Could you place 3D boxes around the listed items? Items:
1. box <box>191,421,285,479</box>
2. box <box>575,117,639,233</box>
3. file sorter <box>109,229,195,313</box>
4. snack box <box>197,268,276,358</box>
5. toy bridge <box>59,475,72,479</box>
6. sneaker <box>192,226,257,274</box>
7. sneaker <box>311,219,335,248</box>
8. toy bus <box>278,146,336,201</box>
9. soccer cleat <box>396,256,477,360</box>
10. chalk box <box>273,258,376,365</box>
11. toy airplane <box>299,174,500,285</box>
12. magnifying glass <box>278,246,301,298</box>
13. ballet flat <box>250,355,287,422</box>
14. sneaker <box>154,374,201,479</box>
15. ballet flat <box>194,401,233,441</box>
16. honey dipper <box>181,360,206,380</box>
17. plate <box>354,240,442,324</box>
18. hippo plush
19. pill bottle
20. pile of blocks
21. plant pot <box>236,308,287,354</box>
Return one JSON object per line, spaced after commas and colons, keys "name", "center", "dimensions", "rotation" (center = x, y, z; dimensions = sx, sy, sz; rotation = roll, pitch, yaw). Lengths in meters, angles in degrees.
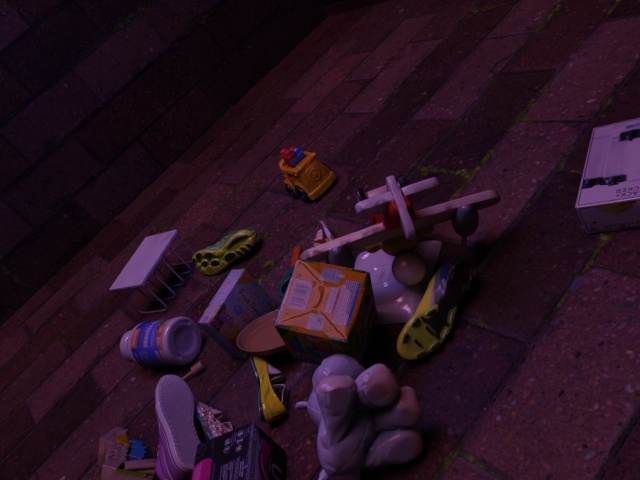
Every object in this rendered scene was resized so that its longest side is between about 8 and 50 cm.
{"name": "box", "center": [-0.175, 0.549, 1.278], "dimensions": [0.163, 0.142, 0.247], "rotation": [-27, 33, 17]}
{"name": "box", "center": [0.696, -0.154, 1.358], "dimensions": [0.169, 0.087, 0.290], "rotation": [-7, 42, 42]}
{"name": "file sorter", "center": [-0.630, 0.127, 2.315], "dimensions": [0.193, 0.173, 0.277], "rotation": [-11, 39, 37]}
{"name": "snack box", "center": [-0.243, 0.216, 1.774], "dimensions": [0.070, 0.174, 0.207], "rotation": [-7, 42, 40]}
{"name": "toy bridge", "center": [-0.688, 0.729, 1.659], "dimensions": [0.026, 0.063, 0.188], "rotation": [-42, 31, -8]}
{"name": "sneaker", "center": [-0.347, 0.039, 2.229], "dimensions": [0.295, 0.109, 0.123], "rotation": [-24, 11, 24]}
{"name": "sneaker", "center": [0.000, 0.000, 1.915], "dimensions": [0.084, 0.069, 0.185], "rotation": [-32, 29, -1]}
{"name": "toy bus", "center": [-0.082, -0.268, 2.234], "dimensions": [0.149, 0.211, 0.220], "rotation": [-48, 30, -13]}
{"name": "soccer cleat", "center": [0.270, 0.163, 1.410], "dimensions": [0.289, 0.093, 0.121], "rotation": [-54, 3, -17]}
{"name": "chalk box", "center": [0.026, 0.199, 1.439], "dimensions": [0.179, 0.289, 0.180], "rotation": [10, 63, 17]}
{"name": "toy airplane", "center": [0.196, -0.021, 1.454], "dimensions": [0.386, 0.272, 0.384], "rotation": [-15, 3, 45]}
{"name": "magnifying glass", "center": [-0.085, 0.102, 1.916], "dimensions": [0.092, 0.026, 0.231], "rotation": [-24, 34, 23]}
{"name": "ballet flat", "center": [-0.130, 0.375, 1.549], "dimensions": [0.077, 0.077, 0.231], "rotation": [-16, 31, -4]}
{"name": "sneaker", "center": [-0.393, 0.499, 1.547], "dimensions": [0.161, 0.102, 0.282], "rotation": [-54, 40, 32]}
{"name": "ballet flat", "center": [-0.274, 0.485, 1.553], "dimensions": [0.077, 0.091, 0.241], "rotation": [-17, 25, -27]}
{"name": "honey dipper", "center": [-0.419, 0.425, 1.826], "dimensions": [0.161, 0.030, 0.030], "rotation": [-38, 30, 6]}
{"name": "plate", "center": [0.169, 0.107, 1.612], "dimensions": [0.278, 0.045, 0.277], "rotation": [-11, 40, 38]}
{"name": "hippo plush", "center": [0.076, 0.367, 1.253], "dimensions": [0.236, 0.234, 0.294], "rotation": [-130, 49, -77]}
{"name": "pill bottle", "center": [-0.527, 0.333, 1.942], "dimensions": [0.272, 0.152, 0.152], "rotation": [-12, 39, 36]}
{"name": "pile of blocks", "center": [-0.519, 0.631, 1.599], "dimensions": [0.362, 0.149, 0.112], "rotation": [-150, 66, -68]}
{"name": "plant pot", "center": [-0.117, 0.254, 1.665], "dimensions": [0.236, 0.032, 0.236], "rotation": [-17, 17, 5]}
